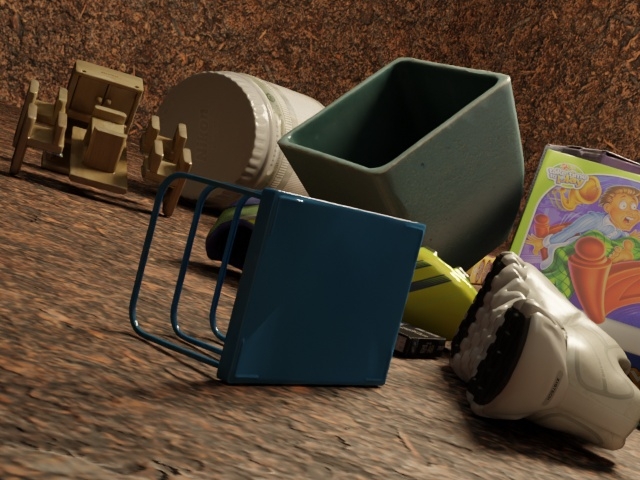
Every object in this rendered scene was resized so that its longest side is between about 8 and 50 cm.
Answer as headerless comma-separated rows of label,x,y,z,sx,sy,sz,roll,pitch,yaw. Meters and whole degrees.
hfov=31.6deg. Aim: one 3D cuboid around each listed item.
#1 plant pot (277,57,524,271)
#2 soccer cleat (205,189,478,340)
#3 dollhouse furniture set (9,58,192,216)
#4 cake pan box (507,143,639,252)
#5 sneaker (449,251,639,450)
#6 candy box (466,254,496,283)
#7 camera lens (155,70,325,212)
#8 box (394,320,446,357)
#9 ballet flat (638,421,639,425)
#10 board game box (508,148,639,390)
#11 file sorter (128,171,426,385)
plant pot,0.136,-0.078,1.593,0.247,0.248,0.252,24,-36,53
soccer cleat,0.018,0.039,1.096,0.289,0.093,0.121,24,38,24
dollhouse furniture set,-0.307,-0.115,1.527,0.212,0.161,0.242,15,27,-19
cake pan box,0.317,0.000,1.475,0.070,0.245,0.267,16,4,-7
sneaker,0.176,0.089,0.900,0.118,0.110,0.292,24,13,-3
candy box,0.243,0.037,1.955,0.109,0.053,0.187,20,7,24
camera lens,-0.109,-0.147,1.809,0.219,0.219,0.274,20,6,30
box,0.060,0.081,0.998,0.083,0.018,0.067,20,6,34
ballet flat,0.352,0.154,0.983,0.168,0.052,0.057,16,5,-13
board game box,0.357,0.058,1.123,0.347,0.233,0.078,18,-39,12
file sorter,-0.029,0.026,0.760,0.104,0.118,0.170,16,3,37
